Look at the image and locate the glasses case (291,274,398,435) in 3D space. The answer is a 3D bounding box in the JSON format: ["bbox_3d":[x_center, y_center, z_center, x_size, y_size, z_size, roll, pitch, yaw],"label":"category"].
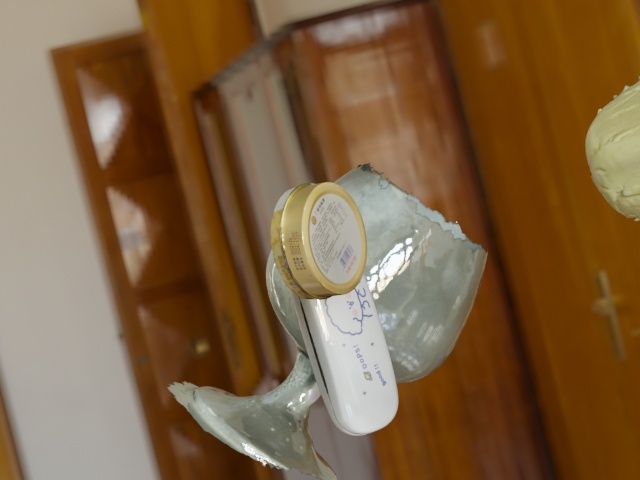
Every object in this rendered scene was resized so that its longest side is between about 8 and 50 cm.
[{"bbox_3d":[0.023,0.096,1.699,0.076,0.197,0.049,-16,1,-33],"label":"glasses case"}]

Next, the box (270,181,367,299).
[{"bbox_3d":[0.000,0.000,1.528,0.037,0.105,0.105,-9,4,34],"label":"box"}]

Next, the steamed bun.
[{"bbox_3d":[0.471,-0.119,2.238,0.232,0.166,0.273,-26,19,21],"label":"steamed bun"}]

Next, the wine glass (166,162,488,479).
[{"bbox_3d":[0.021,0.088,1.850,0.323,0.238,0.238,-57,-2,3],"label":"wine glass"}]
